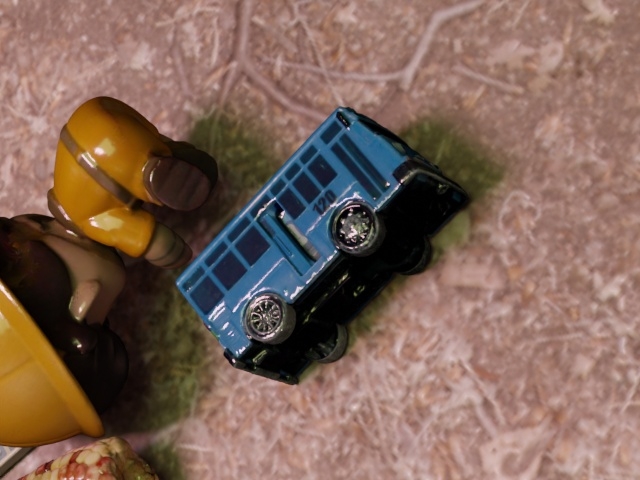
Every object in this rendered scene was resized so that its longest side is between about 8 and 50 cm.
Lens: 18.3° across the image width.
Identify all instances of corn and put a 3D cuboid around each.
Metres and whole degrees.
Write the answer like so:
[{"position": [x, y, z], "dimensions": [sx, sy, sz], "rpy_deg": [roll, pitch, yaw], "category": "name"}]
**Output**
[{"position": [-0.222, 0.222, 1.409], "dimensions": [0.253, 0.086, 0.086], "rpy_deg": [-31, 64, 22], "category": "corn"}]

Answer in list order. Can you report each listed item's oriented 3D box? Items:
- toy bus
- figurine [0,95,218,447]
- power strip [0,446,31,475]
[{"position": [0.000, 0.000, 1.341], "dimensions": [0.184, 0.090, 0.106], "rpy_deg": [-46, 58, 11], "category": "toy bus"}, {"position": [-0.190, 0.021, 1.387], "dimensions": [0.257, 0.167, 0.192], "rpy_deg": [-62, 25, 4], "category": "figurine"}, {"position": [-0.248, 0.158, 1.479], "dimensions": [0.090, 0.016, 0.040], "rpy_deg": [-41, 62, 14], "category": "power strip"}]
